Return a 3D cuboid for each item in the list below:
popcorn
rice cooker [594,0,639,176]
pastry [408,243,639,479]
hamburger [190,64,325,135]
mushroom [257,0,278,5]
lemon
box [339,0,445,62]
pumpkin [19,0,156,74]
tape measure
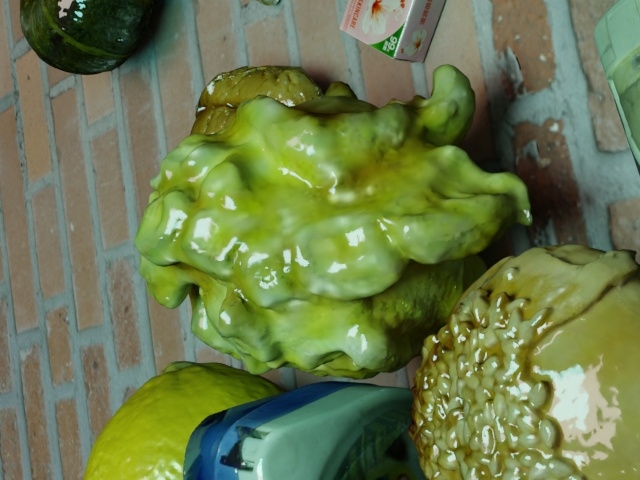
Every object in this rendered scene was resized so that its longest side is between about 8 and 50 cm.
[{"bbox_3d":[0.009,0.001,1.050,0.279,0.335,0.274,88,-167,-52],"label":"popcorn"},{"bbox_3d":[0.322,-0.072,0.713,0.288,0.288,0.277,-30,71,43],"label":"rice cooker"},{"bbox_3d":[0.180,0.160,0.867,0.284,0.184,0.316,21,130,57],"label":"pastry"},{"bbox_3d":[-0.074,-0.085,1.253,0.183,0.130,0.206,10,95,44],"label":"hamburger"},{"bbox_3d":[-0.101,-0.342,1.337,0.059,0.054,0.202,-49,61,34],"label":"mushroom"},{"bbox_3d":[-0.108,0.267,1.189,0.293,0.293,0.293,0,90,47],"label":"lemon"},{"bbox_3d":[0.077,-0.245,1.147,0.089,0.043,0.125,35,116,41],"label":"box"},{"bbox_3d":[-0.280,-0.311,1.454,0.223,0.157,0.224,-30,52,48],"label":"pumpkin"},{"bbox_3d":[0.030,0.257,1.042,0.138,0.262,0.259,3,106,54],"label":"tape measure"}]
